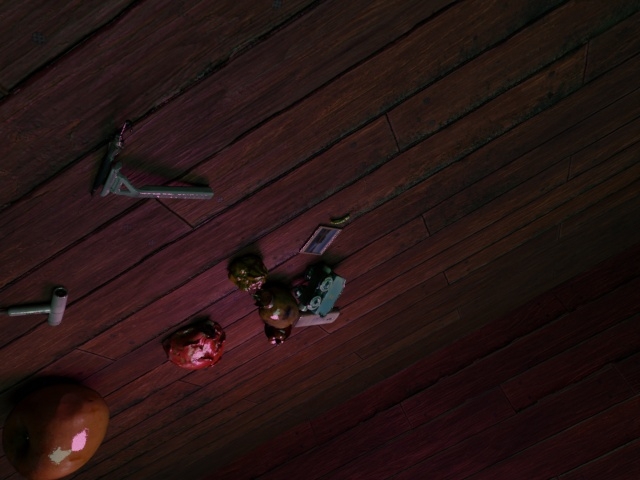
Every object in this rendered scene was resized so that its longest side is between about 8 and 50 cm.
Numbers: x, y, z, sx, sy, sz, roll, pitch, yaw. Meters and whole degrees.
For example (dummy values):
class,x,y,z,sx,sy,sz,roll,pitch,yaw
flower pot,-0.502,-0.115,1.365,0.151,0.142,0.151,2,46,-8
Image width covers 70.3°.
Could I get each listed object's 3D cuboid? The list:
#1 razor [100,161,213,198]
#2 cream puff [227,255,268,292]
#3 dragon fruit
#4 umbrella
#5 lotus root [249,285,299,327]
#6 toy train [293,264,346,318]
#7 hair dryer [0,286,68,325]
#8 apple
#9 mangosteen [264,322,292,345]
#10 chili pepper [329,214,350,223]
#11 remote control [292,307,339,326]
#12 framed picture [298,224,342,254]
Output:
class,x,y,z,sx,sy,sz,roll,pitch,yaw
razor,-0.410,-0.131,1.184,0.278,0.056,0.111,5,146,-40
cream puff,-0.246,0.128,1.599,0.146,0.116,0.146,-20,144,-15
dragon fruit,-0.474,0.414,1.816,0.262,0.134,0.211,1,135,-34
umbrella,-0.501,-0.196,1.078,0.269,0.044,0.044,-40,170,35
lotus root,-0.175,0.254,1.781,0.154,0.154,0.278,-30,146,6
toy train,-0.002,0.199,1.815,0.163,0.112,0.203,28,95,-50
hair dryer,-0.864,0.198,1.356,0.183,0.044,0.155,7,132,-35
apple,-0.985,0.704,1.718,0.338,0.338,0.305,-38,164,17
mangosteen,-0.185,0.395,1.974,0.140,0.140,0.140,-17,145,-13
chili pepper,0.068,-0.074,1.620,0.083,0.017,0.030,-20,145,-14
remote control,-0.021,0.359,2.123,0.234,0.038,0.098,1,138,-36
framed picture,0.000,0.000,1.679,0.109,0.011,0.149,7,134,-39
